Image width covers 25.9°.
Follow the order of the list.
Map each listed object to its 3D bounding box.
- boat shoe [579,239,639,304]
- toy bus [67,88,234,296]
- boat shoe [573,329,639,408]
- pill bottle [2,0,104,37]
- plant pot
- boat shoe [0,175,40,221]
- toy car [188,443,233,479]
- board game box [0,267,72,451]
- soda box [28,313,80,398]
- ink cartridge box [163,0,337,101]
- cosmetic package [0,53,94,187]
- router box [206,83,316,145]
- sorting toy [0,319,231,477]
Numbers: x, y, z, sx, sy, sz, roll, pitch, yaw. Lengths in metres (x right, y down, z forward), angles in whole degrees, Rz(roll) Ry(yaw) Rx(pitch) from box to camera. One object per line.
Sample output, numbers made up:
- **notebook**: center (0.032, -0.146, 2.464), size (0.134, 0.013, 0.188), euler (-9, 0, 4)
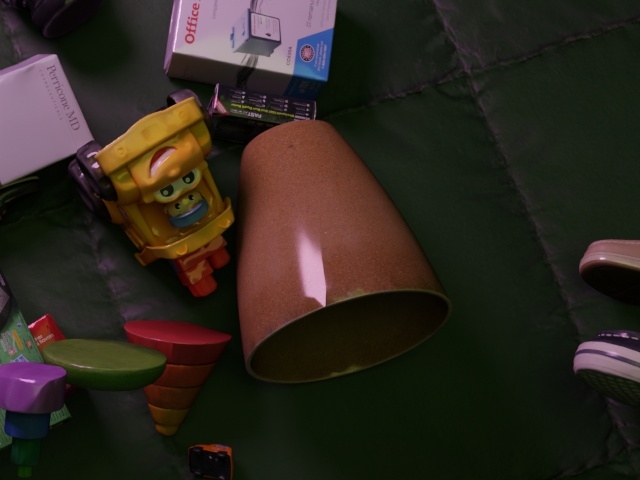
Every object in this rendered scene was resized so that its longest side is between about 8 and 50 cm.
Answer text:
- **boat shoe**: center (0.457, 0.025, 1.726), size (0.302, 0.109, 0.098), euler (7, 70, -17)
- **toy bus**: center (-0.165, -0.039, 1.548), size (0.149, 0.220, 0.211), euler (-31, 92, -15)
- **boat shoe**: center (0.528, 0.142, 1.668), size (0.500, 0.187, 0.156), euler (7, 81, -18)
- **pill bottle**: center (-0.349, -0.350, 1.626), size (0.123, 0.123, 0.219), euler (-37, 86, -18)
- **plant pot**: center (0.000, 0.000, 1.583), size (0.237, 0.237, 0.254), euler (-10, 65, -15)
- **boat shoe**: center (-0.377, -0.034, 1.582), size (0.133, 0.049, 0.042), euler (-26, 86, -14)
- **toy car**: center (-0.107, 0.283, 1.580), size (0.040, 0.060, 0.122), euler (-29, 104, -60)
- **board game box**: center (-0.375, 0.098, 1.450), size (0.136, 0.030, 0.260), euler (-22, 82, -30)
- **soda box**: center (-0.383, 0.188, 1.502), size (0.263, 0.092, 0.083), euler (-33, 84, -18)
- **ink cartridge box**: center (-0.083, -0.258, 1.685), size (0.190, 0.082, 0.140), euler (9, 75, -12)
- **cosmetic package**: center (-0.383, -0.115, 1.557), size (0.231, 0.085, 0.117), euler (-28, 108, -19)
- **router box**: center (-0.074, -0.143, 1.652), size (0.122, 0.092, 0.038), euler (9, 74, -10)
- **sorting toy**: center (-0.217, 0.170, 1.458), size (0.127, 0.365, 0.126), euler (10, 99, 23)
